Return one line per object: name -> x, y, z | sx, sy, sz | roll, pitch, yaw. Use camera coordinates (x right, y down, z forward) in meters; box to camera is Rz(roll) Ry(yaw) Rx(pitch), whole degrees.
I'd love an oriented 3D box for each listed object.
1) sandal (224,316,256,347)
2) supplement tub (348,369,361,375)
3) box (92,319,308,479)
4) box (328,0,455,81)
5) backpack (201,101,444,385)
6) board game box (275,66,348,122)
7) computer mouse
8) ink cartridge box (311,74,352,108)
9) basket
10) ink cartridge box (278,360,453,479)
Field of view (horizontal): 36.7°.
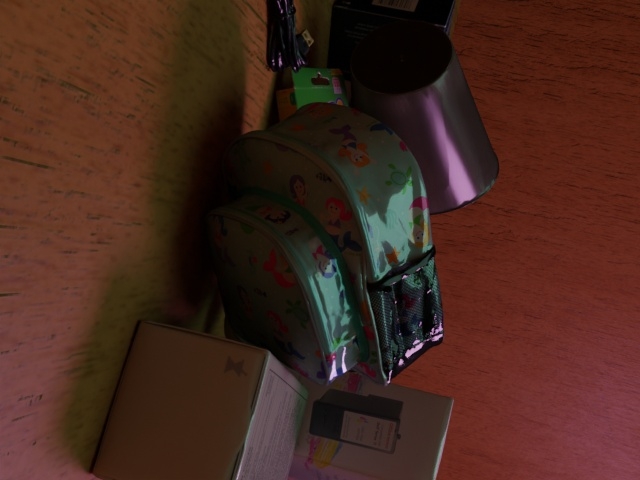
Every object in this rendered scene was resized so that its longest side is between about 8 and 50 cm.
sandal -> -0.070, 0.044, 1.141 | 0.079, 0.088, 0.240 | -39, -159, 45
supplement tub -> 0.052, 0.086, 1.456 | 0.338, 0.207, 0.207 | 92, 15, -54
box -> -0.100, 0.183, 0.945 | 0.311, 0.121, 0.148 | 72, 33, -73
box -> 0.097, -0.269, 1.367 | 0.093, 0.155, 0.158 | -68, 168, -48
backpack -> 0.000, 0.000, 0.946 | 0.191, 0.225, 0.254 | -24, 123, -33
board game box -> 0.005, -0.075, 1.151 | 0.124, 0.039, 0.260 | -14, 100, -59
computer mouse -> 0.006, -0.301, 1.071 | 0.184, 0.060, 0.262 | 93, 14, -46
ink cartridge box -> 0.005, -0.129, 1.302 | 0.150, 0.063, 0.109 | 89, 17, -55
basket -> 0.123, -0.159, 1.253 | 0.227, 0.204, 0.154 | 70, 21, -53
ink cartridge box -> 0.045, 0.248, 1.189 | 0.207, 0.353, 0.119 | 84, 22, -65
